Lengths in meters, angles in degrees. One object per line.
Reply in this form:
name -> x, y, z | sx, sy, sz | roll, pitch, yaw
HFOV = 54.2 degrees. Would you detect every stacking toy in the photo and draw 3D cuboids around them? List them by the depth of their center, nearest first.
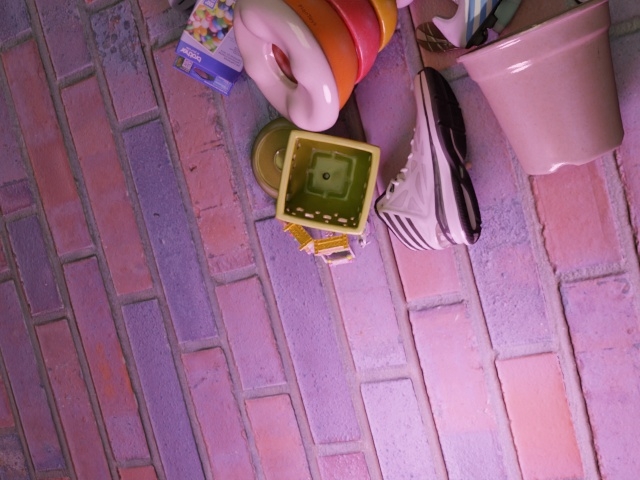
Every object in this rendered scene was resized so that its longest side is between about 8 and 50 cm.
stacking toy -> 0.068, -0.514, 1.471 | 0.479, 0.351, 0.351 | -38, 82, -17

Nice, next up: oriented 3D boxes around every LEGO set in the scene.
LEGO set -> 0.000, 0.000, 1.725 | 0.286, 0.107, 0.132 | 10, 67, 24

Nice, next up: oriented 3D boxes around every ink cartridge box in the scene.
ink cartridge box -> -0.269, -0.565, 1.703 | 0.185, 0.065, 0.311 | 27, 113, -11

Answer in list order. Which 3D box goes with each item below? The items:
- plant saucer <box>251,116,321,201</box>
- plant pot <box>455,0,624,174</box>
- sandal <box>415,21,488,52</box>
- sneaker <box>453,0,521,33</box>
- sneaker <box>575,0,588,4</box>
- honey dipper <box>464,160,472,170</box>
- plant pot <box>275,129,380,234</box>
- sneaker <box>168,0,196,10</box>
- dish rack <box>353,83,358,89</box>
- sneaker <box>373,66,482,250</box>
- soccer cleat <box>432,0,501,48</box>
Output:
plant saucer -> -0.094, -0.224, 1.739 | 0.240, 0.037, 0.241 | 3, 99, 20
plant pot -> 0.505, -0.322, 1.366 | 0.333, 0.334, 0.306 | -18, 102, 22
sandal -> 0.322, -0.500, 1.530 | 0.180, 0.049, 0.072 | 6, 113, 23
sneaker -> 0.366, -0.623, 1.469 | 0.255, 0.094, 0.151 | 36, 115, 2
sneaker -> 0.566, -0.657, 1.361 | 0.090, 0.145, 0.270 | -9, 95, 22
honey dipper -> 0.339, -0.130, 1.593 | 0.030, 0.030, 0.161 | 30, 105, 14
plant pot -> 0.020, -0.159, 1.595 | 0.228, 0.207, 0.227 | 11, 104, 0
sneaker -> -0.324, -0.742, 1.720 | 0.258, 0.094, 0.091 | -27, 69, 14
dish rack -> -0.017, -0.521, 1.648 | 0.208, 0.074, 0.272 | -3, 95, 20
sneaker -> 0.226, -0.188, 1.553 | 0.257, 0.169, 0.448 | -13, 82, 34
soccer cleat -> 0.372, -0.586, 1.365 | 0.143, 0.116, 0.331 | 35, 112, 3
